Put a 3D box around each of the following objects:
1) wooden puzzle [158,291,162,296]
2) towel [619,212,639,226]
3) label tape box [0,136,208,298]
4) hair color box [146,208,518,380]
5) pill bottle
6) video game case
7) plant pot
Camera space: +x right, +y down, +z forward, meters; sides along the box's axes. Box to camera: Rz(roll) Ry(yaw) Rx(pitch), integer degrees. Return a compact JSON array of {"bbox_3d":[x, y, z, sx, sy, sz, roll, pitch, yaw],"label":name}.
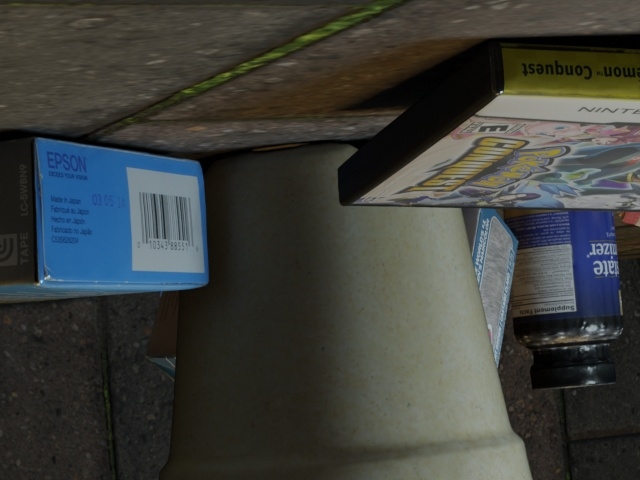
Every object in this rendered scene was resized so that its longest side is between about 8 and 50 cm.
[{"bbox_3d":[-0.062,0.018,2.213,0.322,0.081,0.348,-5,176,4],"label":"wooden puzzle"},{"bbox_3d":[0.450,-0.020,2.264,0.197,0.029,0.144,15,177,7],"label":"towel"},{"bbox_3d":[-0.286,-0.002,1.418,0.333,0.106,0.240,-6,176,24],"label":"label tape box"},{"bbox_3d":[0.011,0.060,1.915,0.347,0.174,0.105,-3,151,29],"label":"hair color box"},{"bbox_3d":[0.270,0.053,2.110,0.122,0.219,0.123,-5,176,0],"label":"pill bottle"},{"bbox_3d":[0.170,-0.064,1.217,0.248,0.035,0.275,1,167,-18],"label":"video game case"},{"bbox_3d":[0.009,0.082,1.564,0.333,0.306,0.334,-5,176,0],"label":"plant pot"}]
